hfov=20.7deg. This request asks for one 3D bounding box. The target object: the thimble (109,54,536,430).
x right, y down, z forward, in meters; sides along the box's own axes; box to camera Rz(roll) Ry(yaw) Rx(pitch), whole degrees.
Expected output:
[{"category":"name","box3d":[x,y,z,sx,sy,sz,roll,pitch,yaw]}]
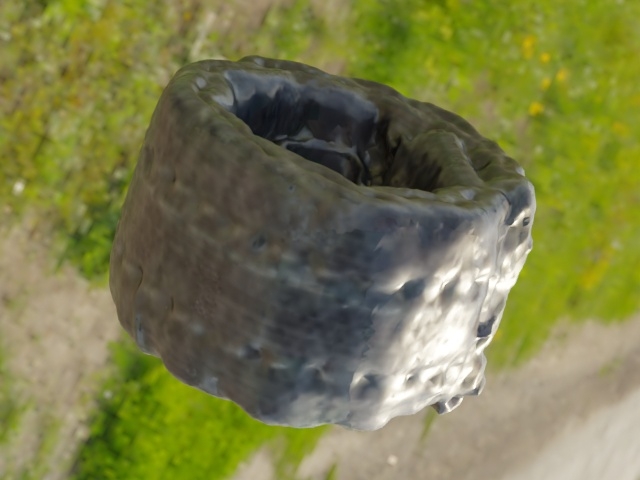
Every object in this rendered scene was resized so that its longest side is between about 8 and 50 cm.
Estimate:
[{"category":"thimble","box3d":[-0.002,-0.001,0.650,0.150,0.150,0.097,-32,143,-65]}]
